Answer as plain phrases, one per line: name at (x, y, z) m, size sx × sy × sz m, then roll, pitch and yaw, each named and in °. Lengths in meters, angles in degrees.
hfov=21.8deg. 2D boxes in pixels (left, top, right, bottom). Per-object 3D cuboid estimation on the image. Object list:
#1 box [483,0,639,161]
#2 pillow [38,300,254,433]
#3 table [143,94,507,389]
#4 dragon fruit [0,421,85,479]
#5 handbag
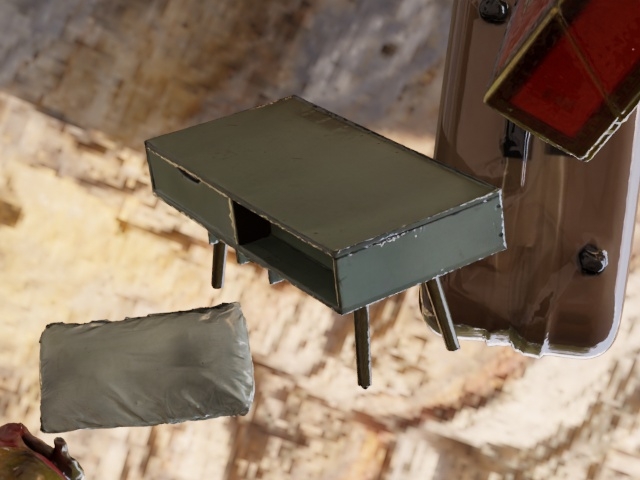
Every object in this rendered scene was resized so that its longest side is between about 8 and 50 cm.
box at (0.175, -0.170, 0.796) m, size 0.240 × 0.074 × 0.153 m, roll -55°, pitch -167°, yaw 43°
pillow at (-0.181, 0.131, 1.699) m, size 0.051 × 0.229 × 0.128 m, roll 73°, pitch 13°, yaw -60°
table at (0.000, 0.000, 1.063) m, size 0.240 × 0.121 × 0.111 m, roll 31°, pitch -46°, yaw 53°
dragon fruit at (-0.232, 0.257, 1.097) m, size 0.291 × 0.269 × 0.250 m, roll 27°, pitch -81°, yaw 23°
handbag at (0.160, -0.077, 1.198) m, size 0.283 × 0.149 × 0.302 m, roll -22°, pitch 118°, yaw -79°
